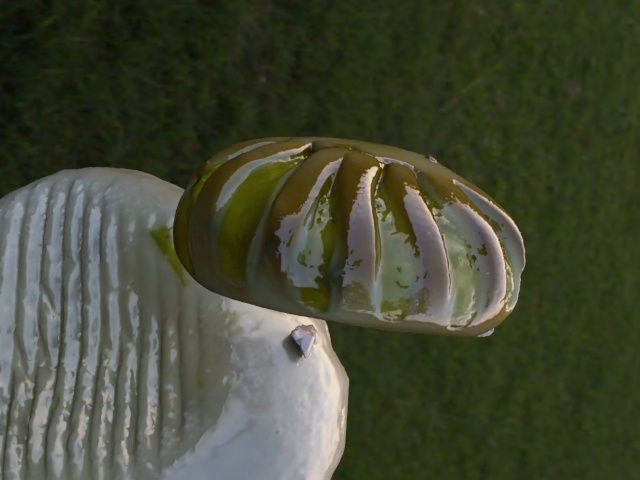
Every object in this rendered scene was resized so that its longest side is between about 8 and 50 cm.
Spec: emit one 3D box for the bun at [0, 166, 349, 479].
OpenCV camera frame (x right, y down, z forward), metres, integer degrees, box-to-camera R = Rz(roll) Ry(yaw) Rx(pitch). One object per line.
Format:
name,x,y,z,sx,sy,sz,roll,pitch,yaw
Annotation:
bun,-0.108,0.096,0.773,0.259,0.259,0.160,-65,155,-18

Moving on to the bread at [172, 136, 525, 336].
bread,0.000,0.000,0.602,0.094,0.157,0.083,-18,118,-58
